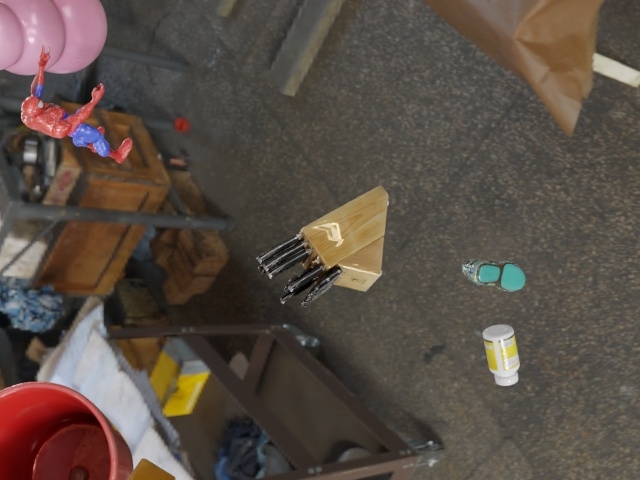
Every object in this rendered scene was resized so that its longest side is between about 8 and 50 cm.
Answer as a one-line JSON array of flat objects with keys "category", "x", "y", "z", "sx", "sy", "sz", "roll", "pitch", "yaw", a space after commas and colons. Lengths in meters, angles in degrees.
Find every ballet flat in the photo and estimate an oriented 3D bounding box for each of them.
[{"category": "ballet flat", "x": 0.373, "y": 0.070, "z": 1.771, "sx": 0.070, "sy": 0.188, "sz": 0.070, "roll": -14, "pitch": 69, "yaw": 42}]

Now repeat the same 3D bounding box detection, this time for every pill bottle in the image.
[{"category": "pill bottle", "x": 0.378, "y": 0.239, "z": 1.692, "sx": 0.065, "sy": 0.065, "sz": 0.116, "roll": 3, "pitch": 111, "yaw": 46}]

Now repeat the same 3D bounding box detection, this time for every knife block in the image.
[{"category": "knife block", "x": 0.000, "y": 0.000, "z": 1.596, "sx": 0.088, "sy": 0.242, "sz": 0.276, "roll": 127, "pitch": 156, "yaw": -58}]

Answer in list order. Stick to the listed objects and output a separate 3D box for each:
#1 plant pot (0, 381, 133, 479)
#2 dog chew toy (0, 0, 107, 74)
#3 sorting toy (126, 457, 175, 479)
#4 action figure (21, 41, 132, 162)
[{"category": "plant pot", "x": -0.445, "y": 0.391, "z": 1.382, "sx": 0.274, "sy": 0.243, "sz": 0.275, "roll": -1, "pitch": 71, "yaw": 3}, {"category": "dog chew toy", "x": -0.587, "y": -0.427, "z": 1.645, "sx": 0.206, "sy": 0.332, "sz": 0.207, "roll": 10, "pitch": 114, "yaw": 22}, {"category": "sorting toy", "x": -0.155, "y": 0.251, "z": 0.345, "sx": 0.041, "sy": 0.229, "sz": 0.307, "roll": 34, "pitch": 106, "yaw": -5}, {"category": "action figure", "x": -0.387, "y": -0.217, "z": 1.314, "sx": 0.091, "sy": 0.280, "sz": 0.139, "roll": 21, "pitch": 92, "yaw": 12}]
